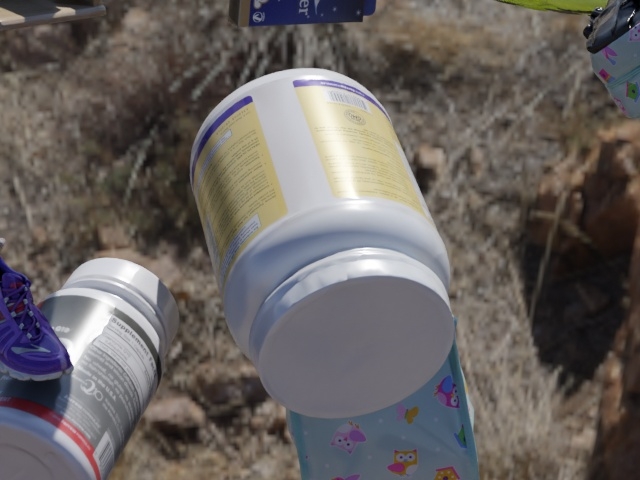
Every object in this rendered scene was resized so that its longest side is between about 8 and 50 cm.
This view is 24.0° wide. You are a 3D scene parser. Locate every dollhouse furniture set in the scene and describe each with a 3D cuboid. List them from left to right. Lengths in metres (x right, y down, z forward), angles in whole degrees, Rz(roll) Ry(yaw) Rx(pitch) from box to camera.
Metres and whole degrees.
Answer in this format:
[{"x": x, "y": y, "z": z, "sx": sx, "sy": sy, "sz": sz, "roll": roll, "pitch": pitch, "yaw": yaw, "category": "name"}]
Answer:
[{"x": -0.276, "y": -0.282, "z": 1.319, "sx": 0.144, "sy": 0.151, "sz": 0.123, "roll": 24, "pitch": 28, "yaw": 31, "category": "dollhouse furniture set"}]

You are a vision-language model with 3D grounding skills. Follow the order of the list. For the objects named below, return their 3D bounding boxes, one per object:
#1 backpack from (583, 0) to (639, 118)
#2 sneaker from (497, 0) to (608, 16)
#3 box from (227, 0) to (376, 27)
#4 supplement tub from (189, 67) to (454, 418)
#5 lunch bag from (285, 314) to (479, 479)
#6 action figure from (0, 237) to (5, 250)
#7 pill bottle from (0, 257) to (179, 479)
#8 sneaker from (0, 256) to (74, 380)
[{"x": 0.261, "y": -0.146, "z": 1.061, "sx": 0.115, "sy": 0.152, "sz": 0.182, "roll": 47, "pitch": 29, "yaw": -1, "category": "backpack"}, {"x": 0.252, "y": -0.328, "z": 1.721, "sx": 0.295, "sy": 0.124, "sz": 0.109, "roll": 15, "pitch": 6, "yaw": 31, "category": "sneaker"}, {"x": -0.009, "y": -0.347, "z": 1.930, "sx": 0.225, "sy": 0.136, "sz": 0.036, "roll": -8, "pitch": 25, "yaw": -32, "category": "box"}, {"x": 0.000, "y": 0.000, "z": 1.607, "sx": 0.241, "sy": 0.241, "sz": 0.331, "roll": -8, "pitch": 44, "yaw": -10, "category": "supplement tub"}, {"x": 0.073, "y": 0.222, "z": 1.804, "sx": 0.223, "sy": 0.262, "sz": 0.160, "roll": -9, "pitch": 10, "yaw": -1, "category": "lunch bag"}, {"x": -0.572, "y": -0.056, "z": 2.052, "sx": 0.341, "sy": 0.330, "sz": 0.178, "roll": -55, "pitch": 28, "yaw": -15, "category": "action figure"}, {"x": -0.261, "y": 0.153, "z": 1.584, "sx": 0.161, "sy": 0.161, "sz": 0.283, "roll": 11, "pitch": 38, "yaw": 11, "category": "pill bottle"}, {"x": -0.301, "y": 0.073, "z": 1.473, "sx": 0.068, "sy": 0.071, "sz": 0.170, "roll": -17, "pitch": 49, "yaw": -41, "category": "sneaker"}]
